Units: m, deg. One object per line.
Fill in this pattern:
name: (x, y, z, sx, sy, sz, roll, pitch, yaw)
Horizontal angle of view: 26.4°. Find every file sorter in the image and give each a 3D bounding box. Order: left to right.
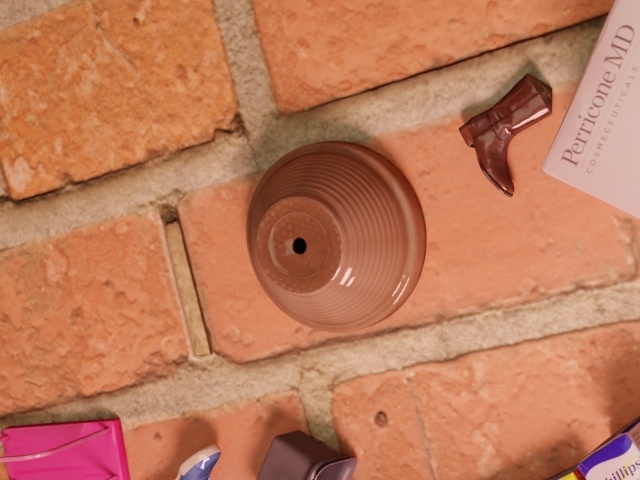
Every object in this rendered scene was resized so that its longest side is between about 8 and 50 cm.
file sorter: (-0.380, 0.409, 1.849, 0.202, 0.182, 0.290, -8, 93, 27)

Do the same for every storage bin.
storage bin: (-0.034, 0.310, 1.715, 0.091, 0.098, 0.135, 33, 110, 31)

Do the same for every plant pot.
plant pot: (0.000, 0.000, 1.644, 0.237, 0.110, 0.237, 3, 98, 26)

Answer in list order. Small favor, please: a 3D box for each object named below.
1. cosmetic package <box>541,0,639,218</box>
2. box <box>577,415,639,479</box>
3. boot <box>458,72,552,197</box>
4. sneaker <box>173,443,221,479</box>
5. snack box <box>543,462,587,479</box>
cosmetic package: (0.482, -0.079, 1.356, 0.453, 0.161, 0.230, 28, 108, 22)
box: (0.363, 0.266, 1.480, 0.072, 0.126, 0.137, -40, 77, 27)
boot: (0.228, -0.121, 1.554, 0.114, 0.037, 0.106, -36, 82, 22)
sneaker: (-0.159, 0.340, 1.794, 0.084, 0.058, 0.152, 50, 119, 20)
snack box: (0.278, 0.384, 1.570, 0.174, 0.070, 0.207, -31, 81, 27)
